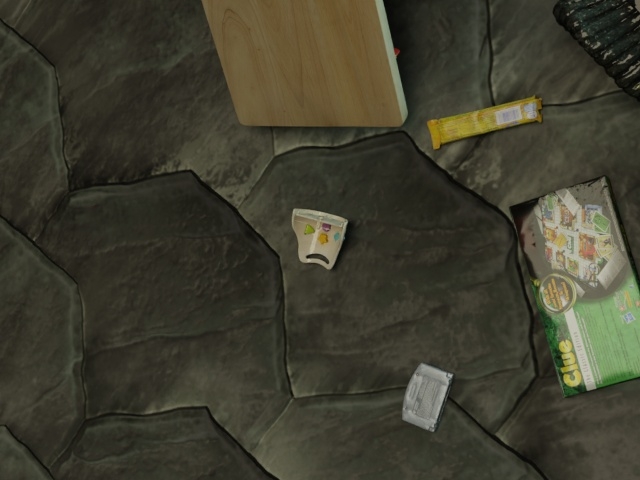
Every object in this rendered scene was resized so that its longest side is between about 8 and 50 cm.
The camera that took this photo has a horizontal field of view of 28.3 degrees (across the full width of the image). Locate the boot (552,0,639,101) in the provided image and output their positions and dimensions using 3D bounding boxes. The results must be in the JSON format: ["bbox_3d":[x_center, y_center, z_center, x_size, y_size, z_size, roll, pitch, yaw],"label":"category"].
[{"bbox_3d":[0.479,-0.258,1.536,0.260,0.131,0.348,-47,59,7],"label":"boot"}]

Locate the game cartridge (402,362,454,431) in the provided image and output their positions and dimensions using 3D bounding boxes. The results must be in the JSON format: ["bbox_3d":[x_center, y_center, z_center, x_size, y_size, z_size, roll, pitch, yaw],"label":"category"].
[{"bbox_3d":[0.143,0.210,1.718,0.056,0.017,0.083,20,94,20],"label":"game cartridge"}]

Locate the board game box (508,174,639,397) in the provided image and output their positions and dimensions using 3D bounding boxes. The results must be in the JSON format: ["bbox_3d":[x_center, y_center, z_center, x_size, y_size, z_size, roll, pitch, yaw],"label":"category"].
[{"bbox_3d":[0.341,0.060,1.634,0.136,0.030,0.260,-18,79,20],"label":"board game box"}]

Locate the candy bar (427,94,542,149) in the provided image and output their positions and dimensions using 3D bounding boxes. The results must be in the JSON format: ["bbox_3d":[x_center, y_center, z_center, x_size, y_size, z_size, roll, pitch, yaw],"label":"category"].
[{"bbox_3d":[0.221,-0.160,1.709,0.161,0.018,0.040,-13,85,22],"label":"candy bar"}]

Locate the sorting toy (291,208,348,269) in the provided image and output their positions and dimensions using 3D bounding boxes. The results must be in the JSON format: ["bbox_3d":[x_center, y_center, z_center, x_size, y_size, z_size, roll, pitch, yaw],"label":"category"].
[{"bbox_3d":[0.000,0.000,1.785,0.083,0.045,0.075,16,100,24],"label":"sorting toy"}]

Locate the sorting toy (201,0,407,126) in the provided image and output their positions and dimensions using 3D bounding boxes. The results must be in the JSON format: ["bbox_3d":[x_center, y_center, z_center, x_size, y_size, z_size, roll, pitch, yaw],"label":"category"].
[{"bbox_3d":[-0.014,-0.287,1.723,0.255,0.089,0.257,3,127,27],"label":"sorting toy"}]
